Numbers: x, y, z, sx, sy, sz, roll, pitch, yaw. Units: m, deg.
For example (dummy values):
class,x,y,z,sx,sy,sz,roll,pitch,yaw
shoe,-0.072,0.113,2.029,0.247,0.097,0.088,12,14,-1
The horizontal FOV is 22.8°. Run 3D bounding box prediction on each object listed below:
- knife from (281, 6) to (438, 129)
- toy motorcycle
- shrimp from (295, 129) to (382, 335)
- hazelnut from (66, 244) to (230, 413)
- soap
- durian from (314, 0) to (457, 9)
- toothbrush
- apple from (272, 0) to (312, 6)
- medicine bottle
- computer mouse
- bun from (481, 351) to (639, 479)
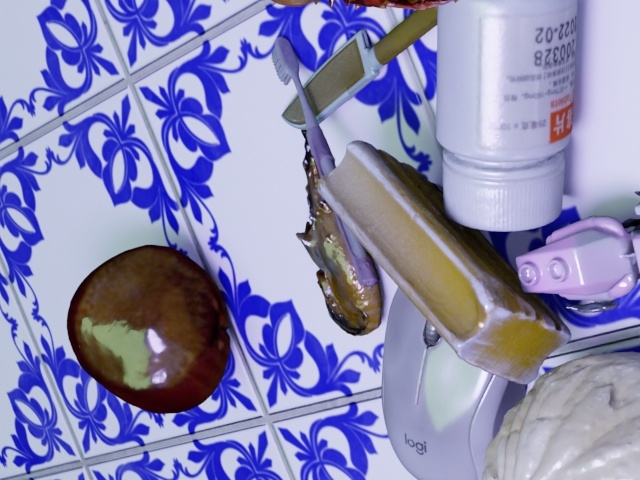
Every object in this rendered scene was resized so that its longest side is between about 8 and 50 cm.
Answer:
class,x,y,z,sx,sy,sz,roll,pitch,yaw
knife,0.052,-0.208,1.814,0.343,0.027,0.061,-36,62,47
toy motorcycle,0.319,0.009,1.508,0.327,0.188,0.143,-9,94,48
shrimp,-0.001,-0.003,1.937,0.117,0.066,0.262,-26,85,50
hazelnut,-0.223,0.127,2.134,0.229,0.229,0.229,22,123,39
soap,0.130,0.022,1.682,0.089,0.173,0.274,-49,53,12
durian,0.072,-0.379,1.475,0.384,0.348,0.347,23,123,32
toothbrush,0.000,-0.094,1.833,0.029,0.024,0.354,-56,45,46
apple,-0.034,-0.311,1.825,0.084,0.071,0.084,12,110,38
medicine bottle,0.186,-0.144,1.612,0.144,0.144,0.252,20,119,40
computer mouse,0.144,0.168,1.822,0.184,0.121,0.296,25,126,39
bun,0.312,0.299,1.621,0.349,0.227,0.352,27,128,34
